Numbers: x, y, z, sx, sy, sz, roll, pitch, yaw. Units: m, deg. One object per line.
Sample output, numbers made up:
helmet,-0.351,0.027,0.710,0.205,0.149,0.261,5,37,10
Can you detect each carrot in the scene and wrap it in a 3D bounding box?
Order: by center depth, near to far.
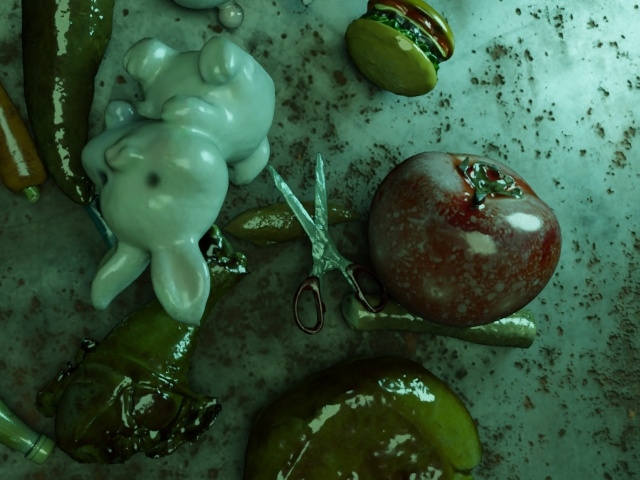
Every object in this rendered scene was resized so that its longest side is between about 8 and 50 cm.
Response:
carrot,-0.435,-0.171,1.342,0.061,0.061,0.256,-24,100,-13

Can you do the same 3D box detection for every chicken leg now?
chicken leg,-0.210,0.165,1.354,0.211,0.140,0.361,45,83,0

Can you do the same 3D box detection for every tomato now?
tomato,0.191,0.002,1.397,0.270,0.270,0.227,18,119,-12

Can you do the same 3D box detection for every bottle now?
bottle,-0.473,0.213,1.318,0.270,0.083,0.083,35,81,-11

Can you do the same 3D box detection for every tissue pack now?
tissue pack,-0.289,-0.051,1.400,0.085,0.028,0.138,-33,92,-12

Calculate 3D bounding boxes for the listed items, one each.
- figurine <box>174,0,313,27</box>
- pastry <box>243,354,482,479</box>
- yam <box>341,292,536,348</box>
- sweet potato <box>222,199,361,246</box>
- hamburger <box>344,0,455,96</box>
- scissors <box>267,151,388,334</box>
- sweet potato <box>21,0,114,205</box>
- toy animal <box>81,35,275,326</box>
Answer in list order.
figurine,-0.125,-0.391,1.400,0.257,0.182,0.144,-13,49,-7
pastry,0.062,0.326,1.407,0.356,0.164,0.355,-1,93,-17
yam,0.179,0.117,1.488,0.300,0.066,0.066,8,87,-12
sweet potato,-0.041,-0.027,1.444,0.206,0.060,0.068,-9,127,-9
hamburger,0.115,-0.283,1.440,0.162,0.162,0.115,37,75,-10
scissors,0.000,0.000,1.416,0.144,0.017,0.247,-17,87,-19
sweet potato,-0.343,-0.259,1.343,0.131,0.130,0.422,4,89,-13
toy animal,-0.183,-0.076,1.306,0.241,0.196,0.367,49,53,-45
